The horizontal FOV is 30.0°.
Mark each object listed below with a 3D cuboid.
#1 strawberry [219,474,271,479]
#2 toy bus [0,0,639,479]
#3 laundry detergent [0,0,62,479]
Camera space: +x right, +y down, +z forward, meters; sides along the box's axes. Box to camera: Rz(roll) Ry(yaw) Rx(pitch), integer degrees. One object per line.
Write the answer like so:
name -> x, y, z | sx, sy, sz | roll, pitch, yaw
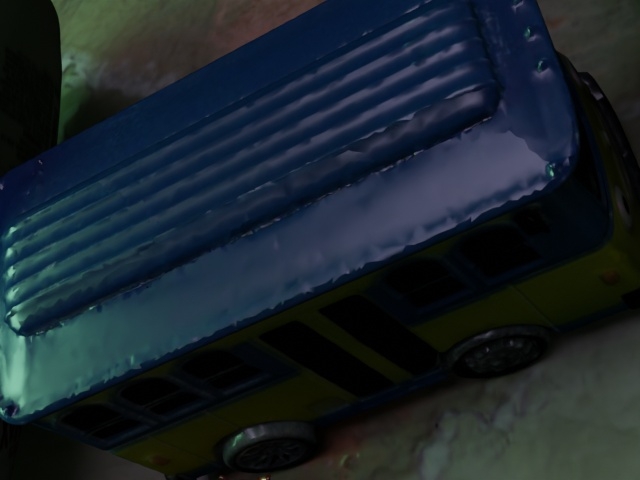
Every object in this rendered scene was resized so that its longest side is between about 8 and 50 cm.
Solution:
strawberry -> -0.006, 0.184, 0.555 | 0.167, 0.087, 0.208 | -39, 33, -3
toy bus -> 0.000, 0.000, 0.569 | 0.287, 0.175, 0.138 | -25, 56, 20
laundry detergent -> -0.223, 0.049, 0.674 | 0.124, 0.264, 0.398 | 3, 84, -3
